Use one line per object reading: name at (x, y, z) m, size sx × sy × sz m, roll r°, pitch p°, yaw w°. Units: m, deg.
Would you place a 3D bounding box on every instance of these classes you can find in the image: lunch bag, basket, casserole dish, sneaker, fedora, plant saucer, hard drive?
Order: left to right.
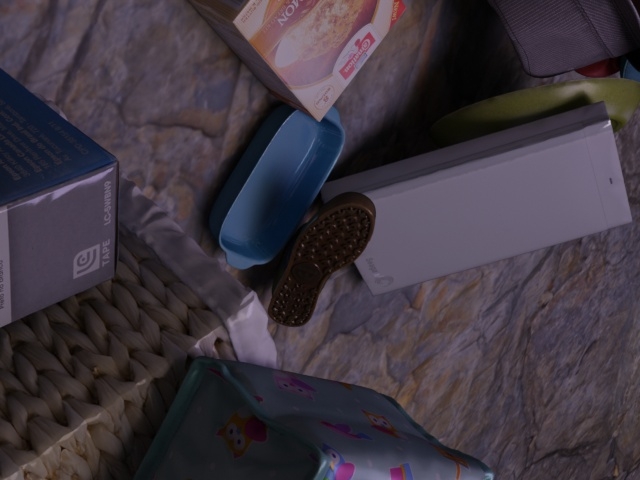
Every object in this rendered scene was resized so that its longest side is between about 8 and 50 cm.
basket at (-0.212, 0.127, 1.076) m, size 0.266 × 0.331 × 0.328 m, roll -34°, pitch 141°, yaw -20°
lunch bag at (-0.036, 0.229, 0.941) m, size 0.223 × 0.160 × 0.262 m, roll 17°, pitch 105°, yaw -50°
casserole dish at (-0.047, -0.060, 1.371) m, size 0.114 × 0.037 × 0.188 m, roll 24°, pitch 98°, yaw -56°
sneaker at (0.000, 0.000, 1.414) m, size 0.086 × 0.064 × 0.192 m, roll -81°, pitch -162°, yaw -47°
hard drive at (0.176, -0.039, 1.500) m, size 0.308 × 0.040 × 0.203 m, roll -17°, pitch 145°, yaw 10°
plant saucer at (0.242, -0.126, 1.522) m, size 0.241 × 0.241 × 0.037 m, roll 3°, pitch 74°, yaw -52°
fedora at (0.237, -0.254, 1.418) m, size 0.124 × 0.243 × 0.275 m, roll -31°, pitch -176°, yaw 13°

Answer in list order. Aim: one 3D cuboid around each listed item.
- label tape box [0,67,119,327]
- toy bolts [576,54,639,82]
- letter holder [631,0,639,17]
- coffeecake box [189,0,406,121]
label tape box at (-0.333, -0.017, 0.869) m, size 0.334 × 0.241 × 0.105 m, roll -25°, pitch 138°, yaw -37°
toy bolts at (0.455, -0.264, 1.710) m, size 0.228 × 0.158 × 0.218 m, roll -27°, pitch 137°, yaw -36°
letter holder at (0.450, -0.323, 1.524) m, size 0.152 × 0.302 × 0.214 m, roll -19°, pitch 133°, yaw -42°
coffeecake box at (-0.017, -0.217, 1.244) m, size 0.142 × 0.068 × 0.185 m, roll -53°, pitch 147°, yaw -5°
